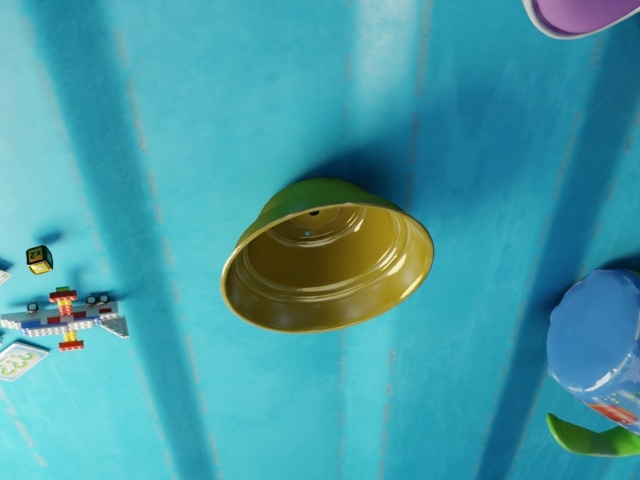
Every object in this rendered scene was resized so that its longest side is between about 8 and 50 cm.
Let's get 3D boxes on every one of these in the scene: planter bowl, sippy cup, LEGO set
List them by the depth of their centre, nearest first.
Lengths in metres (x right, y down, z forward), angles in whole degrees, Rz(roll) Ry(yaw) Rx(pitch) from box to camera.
[{"bbox_3d":[0.000,0.000,0.968,0.217,0.090,0.217,-9,143,-7],"label":"planter bowl"},{"bbox_3d":[-0.335,0.096,1.023,0.244,0.060,0.182,-34,142,25],"label":"LEGO set"},{"bbox_3d":[0.417,0.144,1.191,0.224,0.305,0.240,23,175,-25],"label":"sippy cup"}]

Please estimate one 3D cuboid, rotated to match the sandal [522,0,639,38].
[{"bbox_3d":[0.305,-0.264,0.616,0.169,0.102,0.416,22,132,-38],"label":"sandal"}]
